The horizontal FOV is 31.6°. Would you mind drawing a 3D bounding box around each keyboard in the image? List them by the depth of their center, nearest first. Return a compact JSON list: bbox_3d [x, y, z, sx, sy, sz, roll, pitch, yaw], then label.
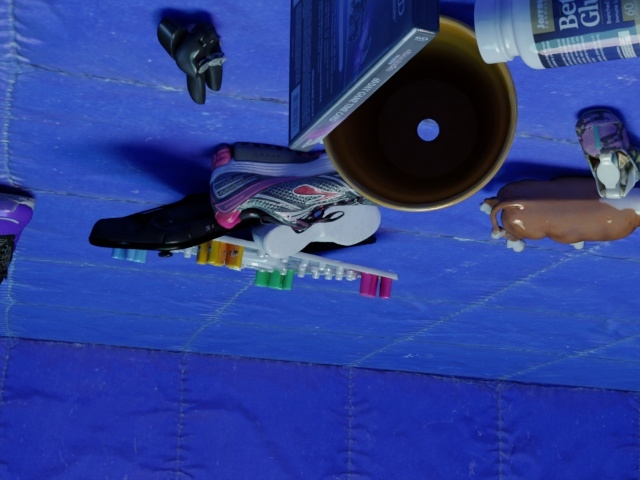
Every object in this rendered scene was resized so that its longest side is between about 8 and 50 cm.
[{"bbox_3d":[0.000,0.000,2.036,0.180,0.023,0.108,-10,166,37],"label":"keyboard"}]

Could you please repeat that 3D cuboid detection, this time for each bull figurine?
[{"bbox_3d":[0.389,-0.038,1.677,0.311,0.101,0.188,6,166,-12],"label":"bull figurine"}]

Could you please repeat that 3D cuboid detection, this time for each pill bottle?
[{"bbox_3d":[0.237,-0.214,1.075,0.169,0.094,0.094,-5,163,24],"label":"pill bottle"}]

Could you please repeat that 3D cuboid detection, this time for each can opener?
[{"bbox_3d":[-0.134,-0.202,1.283,0.059,0.073,0.186,-36,168,-5],"label":"can opener"}]

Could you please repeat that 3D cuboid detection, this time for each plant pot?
[{"bbox_3d":[0.114,-0.133,1.248,0.205,0.205,0.188,0,180,10],"label":"plant pot"}]

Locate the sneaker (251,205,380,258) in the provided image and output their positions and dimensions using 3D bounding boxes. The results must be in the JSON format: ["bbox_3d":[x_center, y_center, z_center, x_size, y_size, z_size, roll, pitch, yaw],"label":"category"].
[{"bbox_3d":[-0.010,-0.031,1.814,0.212,0.080,0.094,-12,-161,-23],"label":"sneaker"}]

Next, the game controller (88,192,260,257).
[{"bbox_3d":[-0.204,-0.027,1.691,0.167,0.067,0.319,-6,-173,25],"label":"game controller"}]

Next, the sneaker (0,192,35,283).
[{"bbox_3d":[-0.557,0.009,1.924,0.102,0.146,0.293,9,164,-22],"label":"sneaker"}]

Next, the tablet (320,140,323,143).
[{"bbox_3d":[0.026,-0.145,1.528,0.054,0.006,0.083,3,165,-1],"label":"tablet"}]

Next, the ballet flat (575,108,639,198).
[{"bbox_3d":[0.384,-0.101,1.489,0.077,0.079,0.221,-5,163,24],"label":"ballet flat"}]

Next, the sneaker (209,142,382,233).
[{"bbox_3d":[-0.010,-0.065,1.630,0.299,0.112,0.121,2,164,-2],"label":"sneaker"}]

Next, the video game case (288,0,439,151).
[{"bbox_3d":[0.028,-0.208,0.938,0.026,0.196,0.274,6,164,-20],"label":"video game case"}]

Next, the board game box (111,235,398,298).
[{"bbox_3d":[-0.126,0.044,2.017,0.390,0.050,0.390,13,173,-34],"label":"board game box"}]
